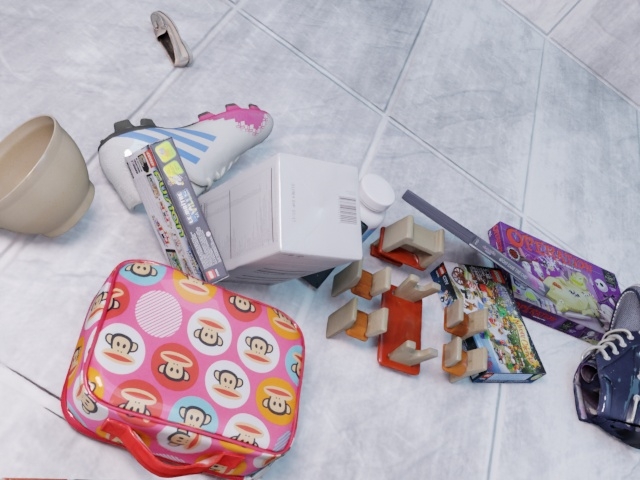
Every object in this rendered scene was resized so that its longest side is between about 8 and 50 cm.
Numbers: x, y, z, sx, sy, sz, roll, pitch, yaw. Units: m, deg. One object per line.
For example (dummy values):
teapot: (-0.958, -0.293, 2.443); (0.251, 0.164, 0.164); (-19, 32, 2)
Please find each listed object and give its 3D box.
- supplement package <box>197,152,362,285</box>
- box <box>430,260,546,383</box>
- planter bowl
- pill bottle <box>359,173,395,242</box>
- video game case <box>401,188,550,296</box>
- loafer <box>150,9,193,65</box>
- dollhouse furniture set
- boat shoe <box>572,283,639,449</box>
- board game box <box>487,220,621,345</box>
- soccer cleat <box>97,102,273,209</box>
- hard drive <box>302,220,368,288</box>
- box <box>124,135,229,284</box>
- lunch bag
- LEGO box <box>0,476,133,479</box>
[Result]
supplement package: (-0.067, -0.021, 1.108); (0.134, 0.244, 0.138); (7, 75, -34)
box: (0.311, 0.152, 1.432); (0.159, 0.044, 0.233); (7, 52, -34)
planter bowl: (-0.373, -0.072, 1.020); (0.109, 0.162, 0.162); (47, 31, -40)
pill bottle: (0.055, -0.040, 1.307); (0.087, 0.160, 0.087); (22, 44, -23)
video game case: (0.291, 0.006, 1.429); (0.274, 0.026, 0.196); (31, 7, -42)
loafer: (-0.284, -0.376, 1.425); (0.039, 0.045, 0.125); (-27, 77, -41)
dollhouse furniture set: (0.141, 0.101, 1.309); (0.262, 0.135, 0.259); (22, 56, -22)
boat shoe: (0.583, 0.220, 1.495); (0.158, 0.127, 0.340); (21, 57, -18)
board game box: (0.516, 0.104, 1.637); (0.347, 0.056, 0.208); (21, 41, -23)
soccer cleat: (-0.198, -0.128, 1.239); (0.331, 0.116, 0.143); (-18, 79, -41)
hard drive: (0.000, 0.000, 1.253); (0.094, 0.135, 0.022); (38, 14, -5)
box: (-0.203, -0.034, 1.075); (0.036, 0.114, 0.206); (-26, 99, -31)
lunch bag: (-0.166, 0.179, 0.974); (0.293, 0.120, 0.258); (25, 44, -20)
LEGO box: (-0.130, 0.487, 0.678); (0.373, 0.193, 0.499); (12, 49, -31)
